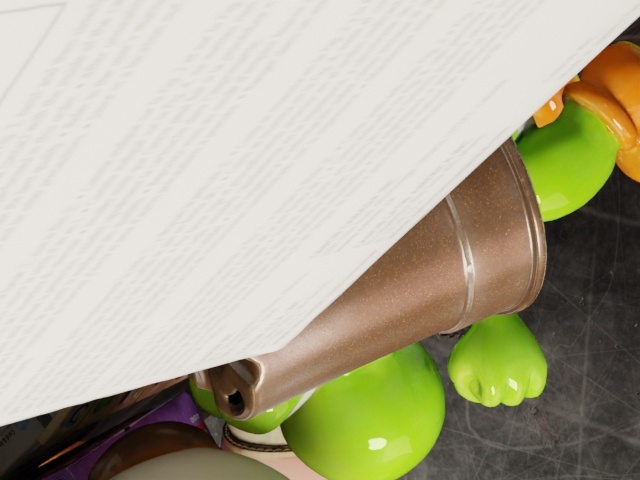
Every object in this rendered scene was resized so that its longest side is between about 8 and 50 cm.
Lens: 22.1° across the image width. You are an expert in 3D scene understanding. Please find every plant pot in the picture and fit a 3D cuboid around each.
[{"bbox_3d":[0.000,0.000,0.836,0.165,0.167,0.167,-28,171,-22],"label":"plant pot"}]

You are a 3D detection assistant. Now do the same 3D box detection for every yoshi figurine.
[{"bbox_3d":[0.077,0.023,1.089,0.362,0.203,0.203,-41,173,-18],"label":"yoshi figurine"}]

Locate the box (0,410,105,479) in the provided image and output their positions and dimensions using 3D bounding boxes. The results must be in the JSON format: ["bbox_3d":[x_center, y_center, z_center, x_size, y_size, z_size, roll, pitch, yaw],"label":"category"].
[{"bbox_3d":[-0.172,0.107,1.144,0.186,0.038,0.145,-42,173,37],"label":"box"}]

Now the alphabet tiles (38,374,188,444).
[{"bbox_3d":[-0.067,0.023,1.046,0.237,0.009,0.198,-53,167,20],"label":"alphabet tiles"}]

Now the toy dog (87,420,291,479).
[{"bbox_3d":[-0.162,0.251,0.917,0.408,0.284,0.395,-20,125,-44],"label":"toy dog"}]

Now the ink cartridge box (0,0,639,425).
[{"bbox_3d":[-0.100,-0.029,0.492,0.385,0.091,0.308,-11,158,-39],"label":"ink cartridge box"}]

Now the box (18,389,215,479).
[{"bbox_3d":[-0.239,0.219,1.214,0.293,0.057,0.201,-29,180,22],"label":"box"}]

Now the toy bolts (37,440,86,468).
[{"bbox_3d":[-0.248,0.298,1.470,0.228,0.218,0.158,-10,163,-38],"label":"toy bolts"}]

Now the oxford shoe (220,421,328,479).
[{"bbox_3d":[-0.014,0.071,1.350,0.140,0.147,0.397,-4,-165,-1],"label":"oxford shoe"}]
